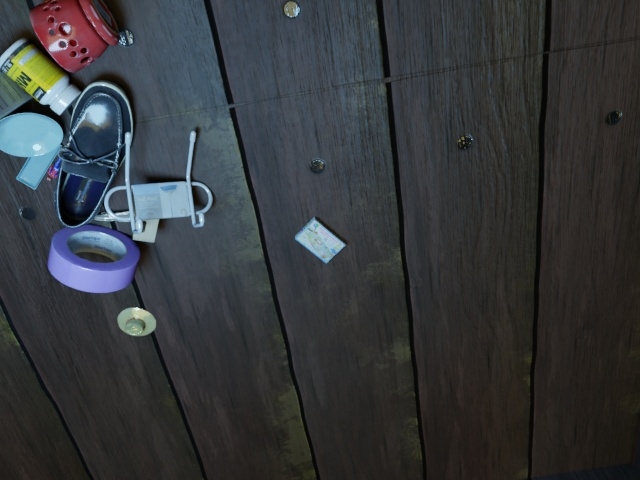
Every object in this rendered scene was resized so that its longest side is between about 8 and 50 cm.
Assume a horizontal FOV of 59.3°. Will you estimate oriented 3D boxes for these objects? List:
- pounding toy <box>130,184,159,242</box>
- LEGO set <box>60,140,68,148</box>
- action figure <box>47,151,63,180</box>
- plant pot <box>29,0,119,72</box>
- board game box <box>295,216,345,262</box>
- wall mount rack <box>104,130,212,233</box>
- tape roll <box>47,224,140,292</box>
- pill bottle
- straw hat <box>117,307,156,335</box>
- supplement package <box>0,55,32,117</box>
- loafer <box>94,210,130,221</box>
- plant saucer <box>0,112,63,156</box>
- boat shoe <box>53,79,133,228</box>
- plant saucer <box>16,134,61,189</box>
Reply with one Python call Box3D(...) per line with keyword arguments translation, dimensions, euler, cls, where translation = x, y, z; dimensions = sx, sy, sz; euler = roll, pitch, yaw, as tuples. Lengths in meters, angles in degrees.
Box3D(translation=(-0.595, -0.091, 1.881), dimensions=(0.100, 0.130, 0.141), euler=(8, 118, -22), cls="pounding toy")
Box3D(translation=(-0.792, -0.302, 1.809), dimensions=(0.083, 0.023, 0.054), euler=(10, 120, -24), cls="LEGO set")
Box3D(translation=(-0.859, -0.237, 1.833), dimensions=(0.038, 0.030, 0.115), euler=(36, 113, -25), cls="action figure")
Box3D(translation=(-0.673, -0.591, 1.563), dimensions=(0.174, 0.191, 0.191), euler=(-25, 117, 6), cls="plant pot")
Box3D(translation=(0.000, 0.000, 2.014), dimensions=(0.154, 0.026, 0.103), euler=(39, 109, -21), cls="board game box")
Box3D(translation=(-0.497, -0.182, 1.777), dimensions=(0.350, 0.130, 0.304), euler=(-8, 90, -31), cls="wall mount rack")
Box3D(translation=(-0.745, 0.056, 1.857), dimensions=(0.275, 0.275, 0.090), euler=(17, 117, -12), cls="tape roll")
Box3D(translation=(-0.821, -0.478, 1.653), dimensions=(0.119, 0.119, 0.208), euler=(-40, 113, 17), cls="pill bottle")
Box3D(translation=(-0.702, 0.326, 2.126), dimensions=(0.144, 0.061, 0.144), euler=(-2, 119, -3), cls="straw hat")
Box3D(translation=(-1.006, -0.410, 1.596), dimensions=(0.199, 0.262, 0.198), euler=(-29, 116, 12), cls="supplement package")
Box3D(translation=(-0.707, -0.086, 1.918), dimensions=(0.125, 0.045, 0.039), euler=(3, 100, -5), cls="loafer")
Box3D(translation=(-0.895, -0.332, 1.718), dimensions=(0.195, 0.037, 0.195), euler=(-18, 154, -9), cls="plant saucer")
Box3D(translation=(-0.714, -0.251, 1.753), dimensions=(0.187, 0.156, 0.500), euler=(19, 114, -21), cls="boat shoe")
Box3D(translation=(-0.913, -0.256, 1.825), dimensions=(0.067, 0.018, 0.192), euler=(34, 112, -20), cls="plant saucer")
